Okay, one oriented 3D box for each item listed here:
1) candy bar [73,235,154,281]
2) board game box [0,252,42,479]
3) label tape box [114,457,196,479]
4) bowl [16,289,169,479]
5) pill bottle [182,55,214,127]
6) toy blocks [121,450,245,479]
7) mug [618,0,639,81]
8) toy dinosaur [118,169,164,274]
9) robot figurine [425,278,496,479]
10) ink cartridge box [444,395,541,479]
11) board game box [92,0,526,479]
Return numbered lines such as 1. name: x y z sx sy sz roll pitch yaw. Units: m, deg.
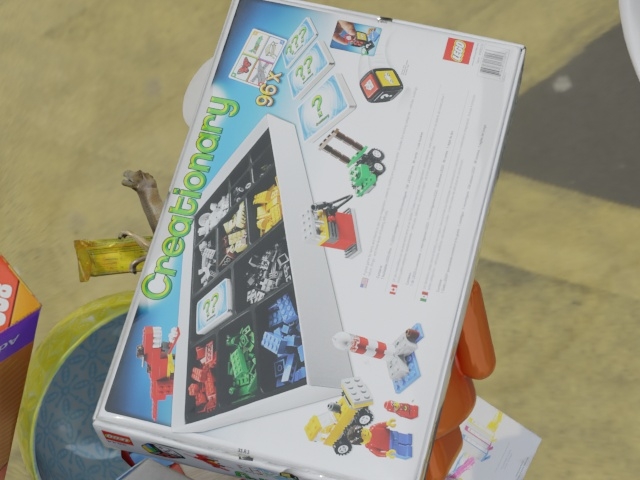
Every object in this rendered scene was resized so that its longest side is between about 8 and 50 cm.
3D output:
1. candy bar: -0.151 0.012 1.542 0.161 0.018 0.040 -6 90 8
2. board game box: -0.470 0.087 1.236 0.356 0.356 0.356 -34 74 -29
3. label tape box: -0.118 0.261 1.170 0.333 0.241 0.106 27 54 -5
4. bowl: -0.240 0.171 1.909 0.289 0.156 0.289 -18 122 -32
5. pill bottle: -0.039 -0.105 1.587 0.180 0.108 0.108 29 77 -39
6. toy blocks: -0.084 0.299 1.833 0.261 0.191 0.381 -26 100 20
7. mug: 0.420 -0.151 1.080 0.328 0.276 0.374 -33 106 -32
8. toy dinosaur: -0.100 0.011 1.375 0.183 0.053 0.093 32 95 0
9. robot figurine: 0.039 0.079 1.251 0.128 0.158 0.219 -25 104 -27
10. ink cartridge box: 0.140 0.212 1.747 0.143 0.092 0.090 33 70 -14
11. board game box: 0.000 0.000 1.012 0.193 0.053 0.305 13 67 9
